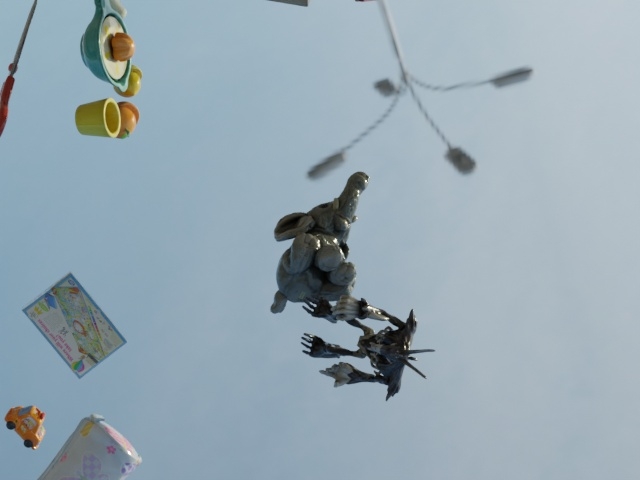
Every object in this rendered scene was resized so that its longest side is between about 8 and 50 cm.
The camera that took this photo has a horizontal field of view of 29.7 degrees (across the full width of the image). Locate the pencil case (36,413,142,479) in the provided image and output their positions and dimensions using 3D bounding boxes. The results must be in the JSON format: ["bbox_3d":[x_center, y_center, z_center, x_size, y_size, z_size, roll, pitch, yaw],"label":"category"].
[{"bbox_3d":[-0.421,0.416,1.979,0.273,0.124,0.113,-47,-178,-7],"label":"pencil case"}]

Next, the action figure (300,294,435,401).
[{"bbox_3d":[0.064,0.178,2.074,0.141,0.164,0.276,11,180,-38],"label":"action figure"}]

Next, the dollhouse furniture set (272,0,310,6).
[{"bbox_3d":[-0.072,-0.505,2.059,0.144,0.123,0.151,11,-125,9],"label":"dollhouse furniture set"}]

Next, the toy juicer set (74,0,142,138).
[{"bbox_3d":[-0.358,-0.336,2.152,0.089,0.329,0.209,-3,176,15],"label":"toy juicer set"}]

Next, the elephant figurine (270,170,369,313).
[{"bbox_3d":[0.000,0.000,2.288,0.186,0.169,0.239,0,-138,2],"label":"elephant figurine"}]

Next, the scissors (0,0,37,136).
[{"bbox_3d":[-0.539,-0.278,2.080,0.109,0.021,0.297,-38,-140,53],"label":"scissors"}]

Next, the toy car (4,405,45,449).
[{"bbox_3d":[-0.363,0.226,1.444,0.040,0.060,0.122,-37,176,12],"label":"toy car"}]

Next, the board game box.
[{"bbox_3d":[-0.413,0.142,2.034,0.103,0.154,0.026,-37,-165,-6],"label":"board game box"}]
